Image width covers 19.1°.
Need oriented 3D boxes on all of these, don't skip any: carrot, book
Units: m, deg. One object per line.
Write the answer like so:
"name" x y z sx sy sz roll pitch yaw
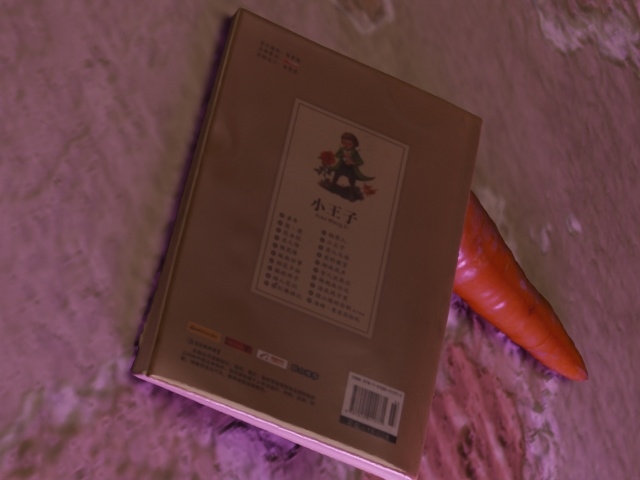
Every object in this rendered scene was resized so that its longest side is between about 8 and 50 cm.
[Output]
"carrot" 0.089 0.019 0.995 0.216 0.048 0.048 46 48 -38
"book" 0.000 0.000 0.870 0.138 0.016 0.198 24 59 -18
